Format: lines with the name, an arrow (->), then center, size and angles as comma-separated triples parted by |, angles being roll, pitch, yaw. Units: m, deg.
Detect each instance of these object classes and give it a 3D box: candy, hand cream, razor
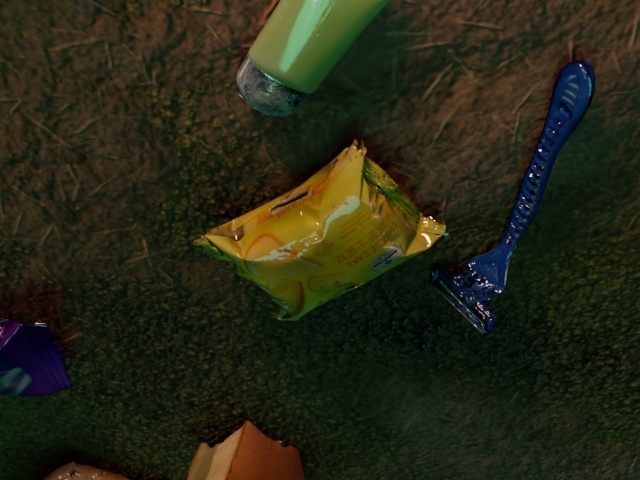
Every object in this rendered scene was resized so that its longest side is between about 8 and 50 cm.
candy -> -0.427, 0.129, 1.095 | 0.275, 0.070, 0.145 | 3, 137, 8
hand cream -> -0.008, -0.185, 0.821 | 0.095, 0.046, 0.175 | 26, 122, -22
razor -> 0.209, -0.047, 0.956 | 0.056, 0.093, 0.324 | -21, 143, -40

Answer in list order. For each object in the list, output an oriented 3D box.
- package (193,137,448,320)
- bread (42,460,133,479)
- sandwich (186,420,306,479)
package -> 0.000, 0.000, 0.964 | 0.226, 0.090, 0.168 | -29, 130, 22
bread -> -0.344, 0.462, 1.314 | 0.279, 0.225, 0.250 | 33, 124, -23
sandwich -> -0.076, 0.370, 1.255 | 0.108, 0.186, 0.220 | -32, 110, 27
